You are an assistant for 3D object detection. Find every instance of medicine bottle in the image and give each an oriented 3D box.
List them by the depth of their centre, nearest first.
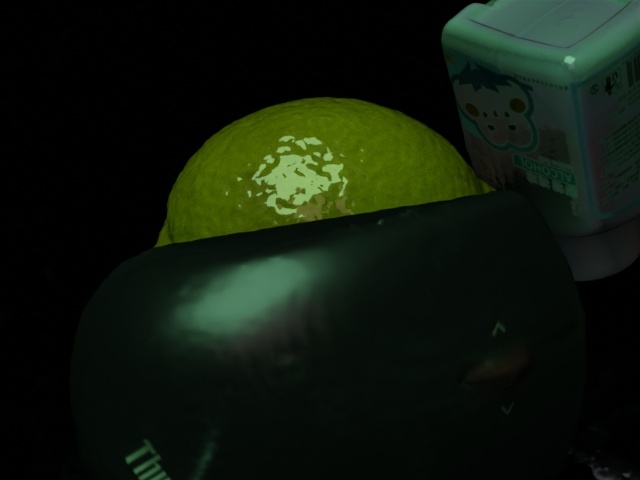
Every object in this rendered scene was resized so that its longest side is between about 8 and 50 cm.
[{"bbox_3d":[0.159,-0.067,0.619,0.094,0.188,0.119,-37,40,-19],"label":"medicine bottle"}]

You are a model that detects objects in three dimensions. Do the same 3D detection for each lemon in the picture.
[{"bbox_3d":[0.000,0.000,0.621,0.244,0.187,0.187,-9,38,2],"label":"lemon"}]

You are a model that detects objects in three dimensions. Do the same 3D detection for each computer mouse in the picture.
[{"bbox_3d":[0.011,0.074,0.489,0.269,0.170,0.100,-12,16,-12],"label":"computer mouse"}]
